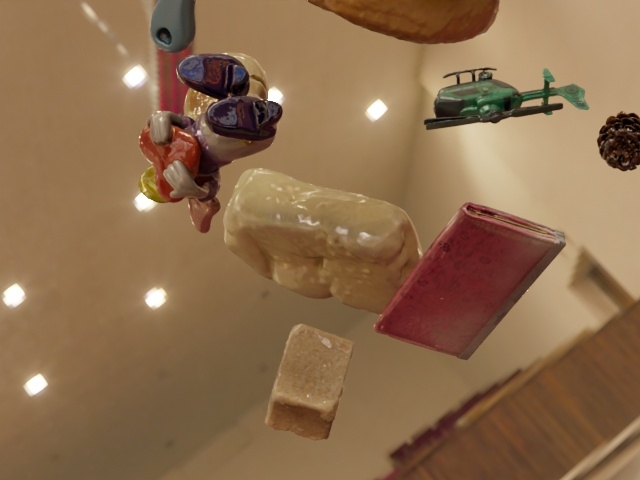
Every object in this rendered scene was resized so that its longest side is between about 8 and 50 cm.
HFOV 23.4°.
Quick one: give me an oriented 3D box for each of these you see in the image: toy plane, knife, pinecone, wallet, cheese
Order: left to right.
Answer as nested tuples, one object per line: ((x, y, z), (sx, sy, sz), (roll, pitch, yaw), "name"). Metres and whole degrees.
((-0.123, -0.302, 1.601), (0.032, 0.058, 0.244), (-26, -34, -53), "knife")
((0.001, -0.001, 1.852), (0.093, 0.263, 0.159), (-58, -33, -30), "cheese")
((0.155, 0.048, 1.649), (0.119, 0.025, 0.232), (17, -41, -15), "wallet")
((0.245, -0.191, 2.095), (0.235, 0.096, 0.060), (-10, -57, -9), "toy plane")
((0.380, -0.121, 1.931), (0.083, 0.077, 0.077), (-29, -23, -51), "pinecone")

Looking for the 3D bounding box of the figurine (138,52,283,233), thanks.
((-0.167, -0.140, 2.286), (0.193, 0.154, 0.421), (-19, -13, -34), "figurine")

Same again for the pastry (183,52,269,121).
((-0.140, -0.214, 2.372), (0.092, 0.156, 0.156), (24, -64, -39), "pastry")

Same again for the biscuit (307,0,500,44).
((0.042, -0.288, 1.638), (0.213, 0.274, 0.091), (-1, -54, -40), "biscuit")

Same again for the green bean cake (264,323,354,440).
((-0.016, 0.228, 2.477), (0.179, 0.109, 0.085), (-74, -3, -48), "green bean cake")
